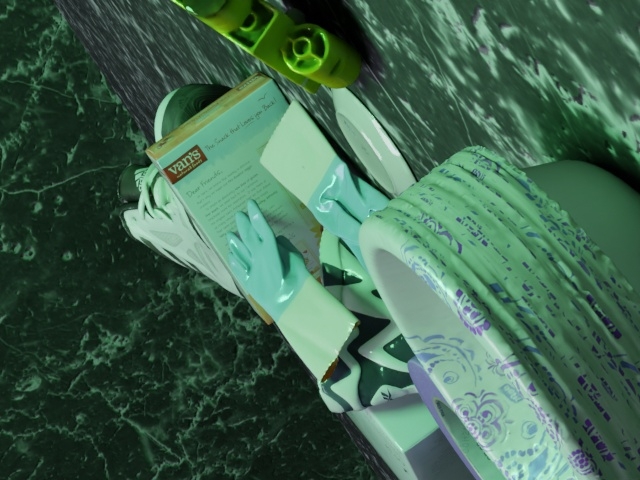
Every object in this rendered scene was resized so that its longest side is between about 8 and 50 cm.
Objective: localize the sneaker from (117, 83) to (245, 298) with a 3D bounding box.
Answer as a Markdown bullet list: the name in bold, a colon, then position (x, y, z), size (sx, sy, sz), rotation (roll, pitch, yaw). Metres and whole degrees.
- **sneaker**: position (-0.173, -0.056, 2.345), size (0.257, 0.169, 0.447), rotation (15, 156, 25)

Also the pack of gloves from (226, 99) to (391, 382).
- **pack of gloves**: position (0.000, 0.000, 1.971), size (0.046, 0.195, 0.232), rotation (8, -149, -45)

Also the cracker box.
- **cracker box**: position (-0.063, -0.047, 2.093), size (0.232, 0.156, 0.067), rotation (57, 173, -21)

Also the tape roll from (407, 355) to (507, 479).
- **tape roll**: position (0.200, 0.201, 1.835), size (0.275, 0.090, 0.275), rotation (52, 172, 10)

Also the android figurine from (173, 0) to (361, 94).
- **android figurine**: position (-0.076, -0.198, 1.594), size (0.248, 0.056, 0.273), rotation (35, -175, 21)

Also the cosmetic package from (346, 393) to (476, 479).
- **cosmetic package**: position (0.101, 0.165, 2.121), size (0.224, 0.138, 0.224), rotation (49, 173, 33)

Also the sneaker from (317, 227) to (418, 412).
- **sneaker**: position (0.080, 0.063, 1.992), size (0.094, 0.153, 0.235), rotation (65, -155, -54)

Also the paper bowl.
- **paper bowl**: position (0.161, 0.064, 1.193), size (0.284, 0.148, 0.284), rotation (53, 173, 9)

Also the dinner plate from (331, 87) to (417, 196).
- **dinner plate**: position (0.048, -0.085, 1.761), size (0.141, 0.017, 0.141), rotation (54, 172, 11)
